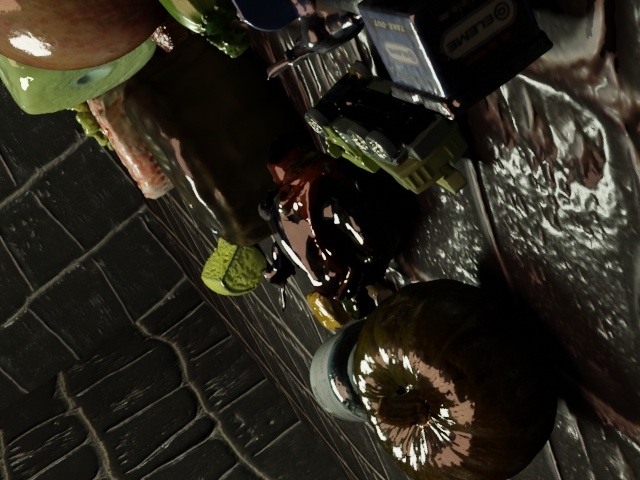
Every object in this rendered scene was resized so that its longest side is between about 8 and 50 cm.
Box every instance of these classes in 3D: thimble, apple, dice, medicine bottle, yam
[{"bbox_3d":[-0.307,-0.212,1.803,0.239,0.162,0.239,56,170,14],"label":"thimble"},{"bbox_3d":[-0.356,-0.375,1.297,0.345,0.269,0.345,54,167,18],"label":"apple"},{"bbox_3d":[-0.422,-0.369,1.591,0.250,0.252,0.254,60,164,2],"label":"dice"},{"bbox_3d":[0.069,0.183,1.381,0.141,0.141,0.293,56,169,4],"label":"medicine bottle"},{"bbox_3d":[0.064,0.065,1.359,0.032,0.032,0.145,60,169,-16],"label":"yam"}]

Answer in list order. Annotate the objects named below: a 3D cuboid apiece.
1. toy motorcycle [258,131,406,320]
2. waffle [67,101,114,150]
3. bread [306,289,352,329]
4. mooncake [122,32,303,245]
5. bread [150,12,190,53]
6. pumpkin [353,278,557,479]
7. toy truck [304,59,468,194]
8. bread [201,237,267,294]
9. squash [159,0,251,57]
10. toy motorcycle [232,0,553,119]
[{"bbox_3d":[0.000,0.000,1.204,0.207,0.134,0.401,53,166,18],"label":"toy motorcycle"},{"bbox_3d":[-0.410,-0.305,1.902,0.054,0.223,0.204,6,155,28],"label":"waffle"},{"bbox_3d":[0.015,0.109,1.611,0.074,0.053,0.132,57,170,-3],"label":"bread"},{"bbox_3d":[-0.134,-0.129,1.327,0.290,0.161,0.290,52,169,14],"label":"mooncake"},{"bbox_3d":[-0.236,-0.320,1.482,0.085,0.053,0.085,53,168,17],"label":"bread"},{"bbox_3d":[0.121,0.144,0.966,0.219,0.162,0.219,26,125,43],"label":"pumpkin"},{"bbox_3d":[0.064,-0.090,0.863,0.100,0.077,0.169,48,171,-30],"label":"toy truck"},{"bbox_3d":[-0.177,0.059,2.089,0.111,0.129,0.114,22,177,-24],"label":"bread"},{"bbox_3d":[-0.185,-0.355,1.085,0.379,0.101,0.101,57,169,16],"label":"squash"},{"bbox_3d":[-0.003,-0.206,0.701,0.212,0.125,0.358,60,168,-28],"label":"toy motorcycle"}]
